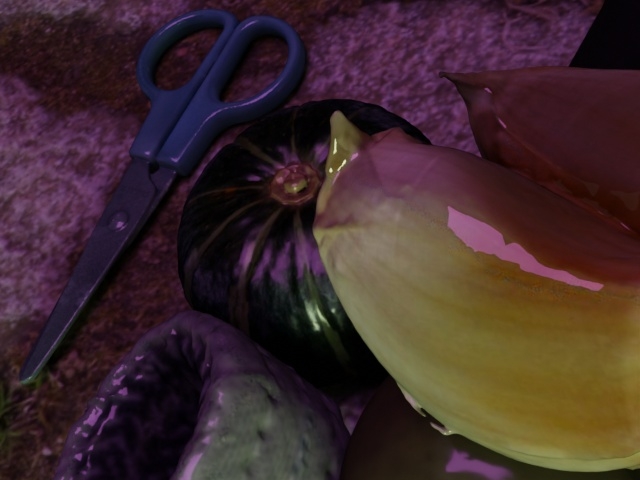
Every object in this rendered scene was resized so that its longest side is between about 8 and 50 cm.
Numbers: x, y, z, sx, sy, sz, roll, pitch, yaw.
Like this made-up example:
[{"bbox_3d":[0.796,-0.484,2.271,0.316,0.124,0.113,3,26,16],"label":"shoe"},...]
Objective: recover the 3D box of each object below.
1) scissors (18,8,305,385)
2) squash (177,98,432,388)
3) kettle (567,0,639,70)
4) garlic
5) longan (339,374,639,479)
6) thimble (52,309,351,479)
[{"bbox_3d":[-0.175,-0.049,1.595,0.192,0.029,0.447,14,63,33],"label":"scissors"},{"bbox_3d":[0.000,0.000,1.390,0.252,0.165,0.252,-12,51,15],"label":"squash"},{"bbox_3d":[0.235,-0.066,1.277,0.262,0.203,0.308,19,70,45],"label":"kettle"},{"bbox_3d":[0.170,0.004,1.024,0.313,0.249,0.286,17,81,40],"label":"garlic"},{"bbox_3d":[0.117,0.182,1.174,0.248,0.248,0.248,-13,52,17],"label":"longan"},{"bbox_3d":[-0.092,0.192,1.262,0.217,0.157,0.246,-26,37,41],"label":"thimble"}]
